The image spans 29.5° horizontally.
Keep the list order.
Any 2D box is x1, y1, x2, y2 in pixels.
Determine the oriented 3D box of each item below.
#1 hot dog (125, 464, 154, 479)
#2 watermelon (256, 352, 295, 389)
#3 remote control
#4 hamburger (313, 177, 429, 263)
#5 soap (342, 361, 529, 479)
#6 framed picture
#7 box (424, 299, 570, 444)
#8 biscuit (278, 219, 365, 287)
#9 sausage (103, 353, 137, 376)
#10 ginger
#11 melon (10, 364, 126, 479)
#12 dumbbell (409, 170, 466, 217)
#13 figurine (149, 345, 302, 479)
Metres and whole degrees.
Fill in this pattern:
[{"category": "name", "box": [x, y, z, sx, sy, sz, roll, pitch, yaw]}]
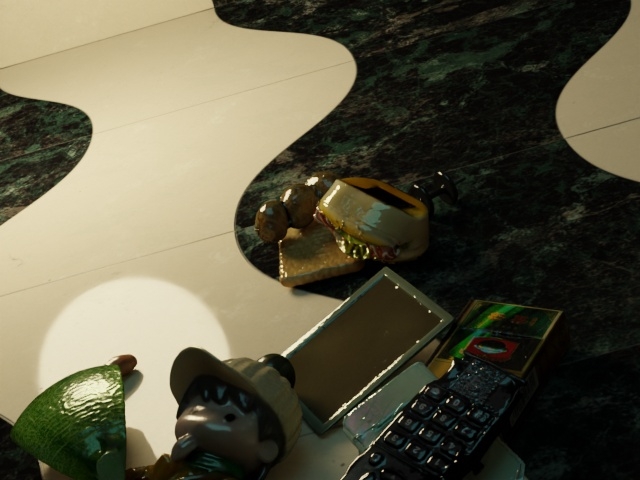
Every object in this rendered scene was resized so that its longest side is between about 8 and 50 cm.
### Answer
[{"category": "hot dog", "box": [-0.286, 0.390, 1.703, 0.084, 0.073, 0.242, 15, 43, 34]}, {"category": "watermelon", "box": [-0.083, 0.225, 1.856, 0.078, 0.078, 0.111, 28, 85, 50]}, {"category": "remote control", "box": [0.093, 0.300, 1.480, 0.144, 0.062, 0.399, 24, 61, 42]}, {"category": "hamburger", "box": [0.093, -0.035, 2.144, 0.210, 0.116, 0.173, 29, 23, 35]}, {"category": "soap", "box": [0.152, 0.286, 1.576, 0.150, 0.094, 0.261, -40, 42, -7]}, {"category": "framed picture", "box": [0.056, 0.168, 1.890, 0.274, 0.017, 0.217, -39, 34, -7]}, {"category": "box", "box": [0.245, 0.187, 1.773, 0.159, 0.071, 0.240, 3, 36, 36]}, {"category": "biscuit", "box": [0.000, 0.001, 2.240, 0.160, 0.030, 0.250, -14, 30, 4]}, {"category": "sausage", "box": [-0.371, 0.248, 2.009, 0.043, 0.043, 0.186, 6, 37, 33]}, {"category": "ginger", "box": [-0.037, -0.063, 2.252, 0.204, 0.080, 0.104, -27, 37, -22]}, {"category": "melon", "box": [-0.348, 0.276, 1.795, 0.196, 0.124, 0.323, -35, 14, -15]}, {"category": "dumbbell", "box": [0.208, -0.084, 2.237, 0.147, 0.069, 0.069, -28, 32, -21]}, {"category": "figurine", "box": [-0.146, 0.318, 1.696, 0.185, 0.204, 0.332, 3, 65, 28]}]
